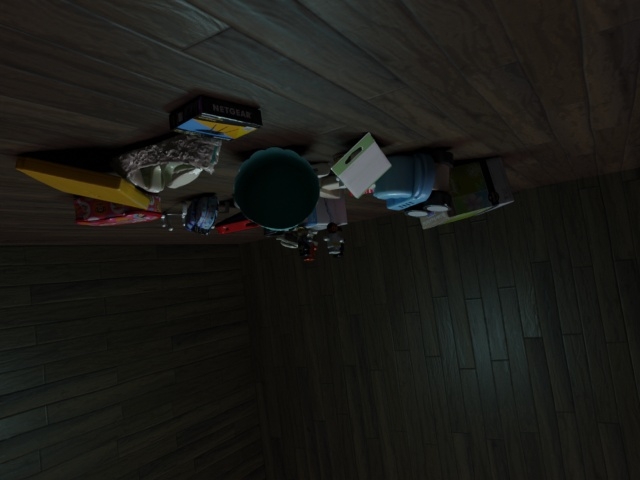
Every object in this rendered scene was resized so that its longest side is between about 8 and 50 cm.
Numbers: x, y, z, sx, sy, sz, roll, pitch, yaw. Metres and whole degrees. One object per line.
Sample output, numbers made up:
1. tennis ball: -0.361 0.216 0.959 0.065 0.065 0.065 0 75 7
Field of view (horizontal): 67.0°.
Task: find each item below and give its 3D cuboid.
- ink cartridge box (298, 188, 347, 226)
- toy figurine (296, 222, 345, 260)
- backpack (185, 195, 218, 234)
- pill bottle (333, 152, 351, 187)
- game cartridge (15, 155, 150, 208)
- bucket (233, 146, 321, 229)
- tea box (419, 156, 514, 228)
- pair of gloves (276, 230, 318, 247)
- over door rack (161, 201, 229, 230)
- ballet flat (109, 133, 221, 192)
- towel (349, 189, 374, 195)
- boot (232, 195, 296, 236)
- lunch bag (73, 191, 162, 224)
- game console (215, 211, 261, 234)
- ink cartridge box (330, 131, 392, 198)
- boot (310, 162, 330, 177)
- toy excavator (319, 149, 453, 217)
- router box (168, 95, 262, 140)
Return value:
1. ink cartridge box: -0.043 -0.154 2.220 0.198 0.197 0.270 -12 174 43
2. toy figurine: 0.000 0.000 2.138 0.213 0.148 0.209 -6 169 8
3. backpack: -0.520 -0.125 2.150 0.117 0.158 0.173 14 153 -24
4. pill bottle: 0.084 -0.250 1.741 0.065 0.116 0.065 -8 175 -1
5. game cartridge: -0.689 -0.169 1.443 0.285 0.052 0.324 12 172 -5
6. bucket: -0.141 -0.160 1.608 0.281 0.281 0.183 -7 177 -4
7. tea box: 0.641 -0.212 2.236 0.324 0.220 0.329 -15 175 -10
8. pair of gloves: -0.111 -0.033 2.330 0.204 0.042 0.240 16 -145 -7
9. over door rack: -0.624 -0.112 2.394 0.239 0.108 0.324 -5 175 -36
10. ballet flat: -0.445 -0.206 1.352 0.409 0.147 0.147 -9 175 33
11. towel: 0.255 -0.253 2.158 0.275 0.031 0.199 -7 165 7
12. boot: -0.257 -0.120 2.141 0.338 0.222 0.118 -11 175 41
13. lunch bag: -0.795 -0.127 1.933 0.293 0.120 0.258 -6 180 6
14. game console: -0.300 -0.135 2.409 0.387 0.060 0.342 -10 -161 26
15. ink cartridge box: 0.129 -0.257 1.619 0.171 0.056 0.235 -43 146 6
16. boot: -0.061 -0.249 1.809 0.190 0.069 0.086 -6 173 -33
17. toy excavator: 0.242 -0.235 1.926 0.445 0.222 0.433 9 171 -19
18. router box: -0.250 -0.288 1.161 0.133 0.046 0.179 -12 174 42
